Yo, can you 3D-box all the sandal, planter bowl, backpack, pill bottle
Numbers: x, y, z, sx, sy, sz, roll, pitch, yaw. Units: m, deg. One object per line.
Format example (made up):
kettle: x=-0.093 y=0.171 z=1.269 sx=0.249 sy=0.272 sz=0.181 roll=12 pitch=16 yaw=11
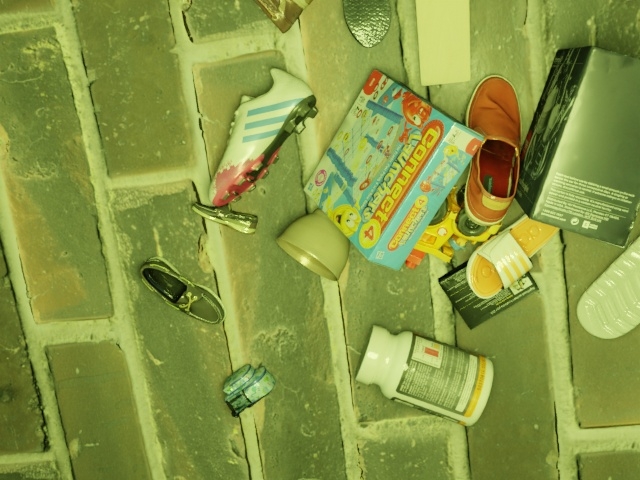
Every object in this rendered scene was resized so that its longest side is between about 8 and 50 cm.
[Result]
sandal: x=0.077 y=-0.523 z=1.542 sx=0.097 sy=0.054 sz=0.254 roll=-20 pitch=91 yaw=4
planter bowl: x=0.000 y=0.000 z=1.628 sx=0.162 sy=0.162 sz=0.109 roll=34 pitch=79 yaw=-2
backpack: x=-0.169 y=0.341 z=1.745 sx=0.114 sy=0.105 sz=0.084 roll=-31 pitch=99 yaw=8
pill bottle: x=0.228 y=0.294 z=1.655 sx=0.279 sy=0.162 sz=0.162 roll=20 pitch=105 yaw=2
sandal: x=0.417 y=0.013 z=1.565 sx=0.265 sy=0.076 sz=0.102 roll=-42 pitch=98 yaw=-8
sandal: x=0.722 y=0.050 z=1.576 sx=0.416 sy=0.102 sz=0.169 roll=-39 pitch=81 yaw=26

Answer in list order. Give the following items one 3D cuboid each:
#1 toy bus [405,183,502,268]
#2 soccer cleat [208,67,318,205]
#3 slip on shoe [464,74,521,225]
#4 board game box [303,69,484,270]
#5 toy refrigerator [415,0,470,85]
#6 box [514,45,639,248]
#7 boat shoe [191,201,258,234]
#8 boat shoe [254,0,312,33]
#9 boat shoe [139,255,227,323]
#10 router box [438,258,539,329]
toy bus: x=0.251 y=-0.026 z=1.595 sx=0.220 sy=0.149 sz=0.211 roll=20 pitch=118 yaw=-1
soccer cleat: x=-0.149 y=-0.225 z=1.616 sx=0.143 sy=0.116 sz=0.331 roll=46 pitch=103 yaw=12
slip on shoe: x=0.353 y=-0.193 z=1.491 sx=0.123 sy=0.101 sz=0.331 roll=13 pitch=67 yaw=-6
board game box: x=0.132 y=-0.149 z=1.496 sx=0.086 sy=0.302 sz=0.308 roll=20 pitch=108 yaw=-37
toy refrigerator: x=0.238 y=-0.448 z=1.461 sx=0.102 sy=0.094 sz=0.269 roll=-5 pitch=130 yaw=8
box: x=0.507 y=-0.191 z=1.413 sx=0.179 sy=0.343 sz=0.312 roll=18 pitch=104 yaw=3
boat shoe: x=-0.214 y=-0.061 z=1.684 sx=0.152 sy=0.056 sz=0.049 roll=21 pitch=100 yaw=-8
boat shoe: x=-0.184 y=-0.555 z=1.528 sx=0.342 sy=0.123 sz=0.123 roll=35 pitch=104 yaw=-8
boat shoe: x=-0.321 y=0.126 z=1.730 sx=0.228 sy=0.068 sz=0.081 roll=36 pitch=105 yaw=-2
router box: x=0.370 y=0.096 z=1.649 sx=0.179 sy=0.046 sz=0.133 roll=-33 pitch=97 yaw=12
